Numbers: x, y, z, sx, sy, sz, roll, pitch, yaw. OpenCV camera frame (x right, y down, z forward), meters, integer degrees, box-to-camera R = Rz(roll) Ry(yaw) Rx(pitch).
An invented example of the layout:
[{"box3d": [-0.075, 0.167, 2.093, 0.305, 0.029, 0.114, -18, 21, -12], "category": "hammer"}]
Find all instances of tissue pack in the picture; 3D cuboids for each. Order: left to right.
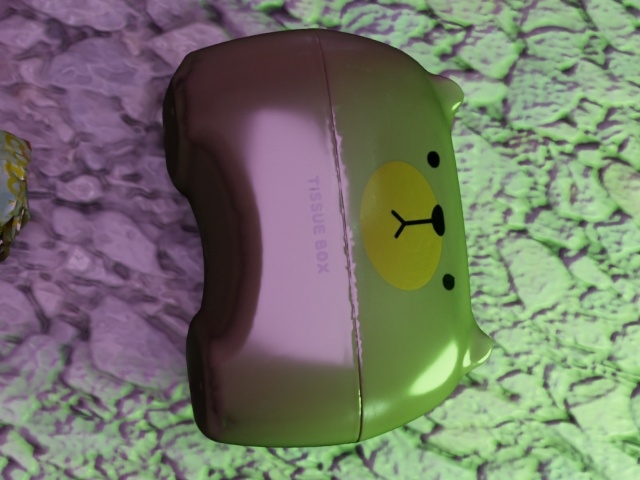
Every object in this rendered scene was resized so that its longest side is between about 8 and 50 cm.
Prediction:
[{"box3d": [0.000, 0.000, 1.814, 0.277, 0.267, 0.387, -4, 85, -11], "category": "tissue pack"}]

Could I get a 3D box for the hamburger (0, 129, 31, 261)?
[{"box3d": [-0.394, -0.033, 1.823, 0.214, 0.125, 0.235, 35, 85, -10], "category": "hamburger"}]
